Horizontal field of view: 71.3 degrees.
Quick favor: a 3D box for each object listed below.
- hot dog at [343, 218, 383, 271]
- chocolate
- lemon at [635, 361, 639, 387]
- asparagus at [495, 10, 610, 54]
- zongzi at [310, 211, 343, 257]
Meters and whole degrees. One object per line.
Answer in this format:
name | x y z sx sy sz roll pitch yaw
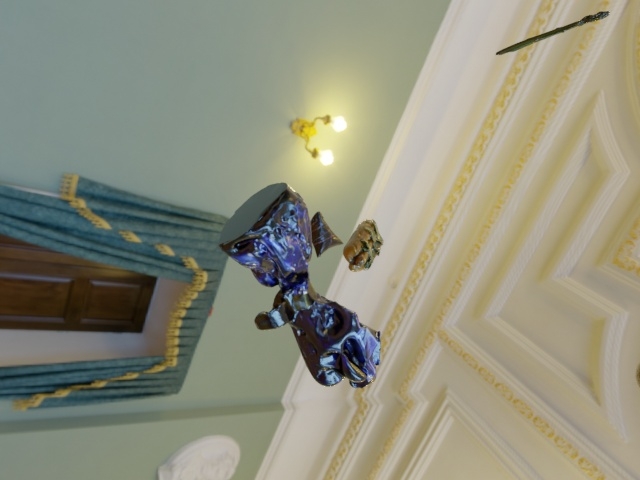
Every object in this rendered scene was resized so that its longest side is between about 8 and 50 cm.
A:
hot dog | 0.133 0.017 1.336 0.072 0.269 0.109 -18 -73 25
chocolate | -0.021 0.091 0.633 0.148 0.344 0.126 -34 -154 -12
lemon | 0.421 0.168 0.542 0.083 0.062 0.062 99 -19 -60
asparagus | 0.363 -0.326 0.705 0.165 0.013 0.016 -15 -115 22
zongzi | 0.000 0.000 0.857 0.067 0.083 0.073 -44 -173 48
